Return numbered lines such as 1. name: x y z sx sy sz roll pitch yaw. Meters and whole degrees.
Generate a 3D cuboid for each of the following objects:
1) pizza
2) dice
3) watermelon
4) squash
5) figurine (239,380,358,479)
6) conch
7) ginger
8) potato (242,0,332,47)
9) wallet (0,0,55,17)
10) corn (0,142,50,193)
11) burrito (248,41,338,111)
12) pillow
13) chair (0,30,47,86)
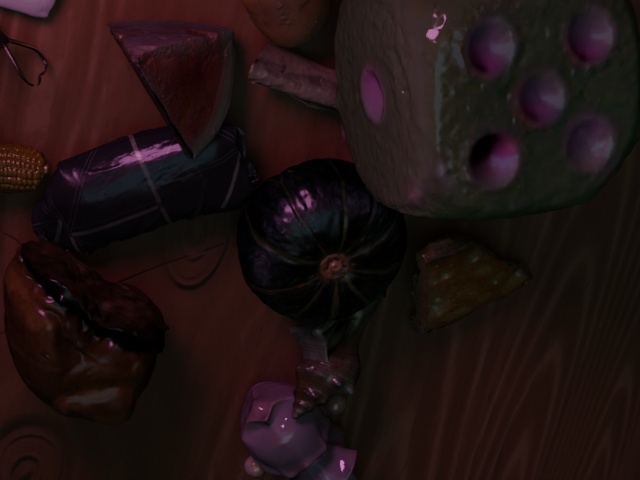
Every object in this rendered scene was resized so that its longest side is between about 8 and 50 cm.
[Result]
1. pizza: 0.225 0.042 2.057 0.204 0.081 0.188 -20 139 -9
2. dice: 0.217 -0.213 1.769 0.330 0.322 0.318 -11 109 -21
3. watermelon: -0.221 -0.212 1.817 0.202 0.136 0.207 3 78 -50
4. squash: 0.000 0.000 1.937 0.252 0.165 0.252 -8 125 -12
5. figurine: -0.026 0.330 2.113 0.200 0.133 0.276 -39 114 6
6. conch: 0.005 0.162 2.041 0.137 0.114 0.234 19 79 -56
7. ginger: -0.362 0.139 1.938 0.269 0.200 0.223 24 107 -28
8. potato: -0.051 -0.343 1.822 0.109 0.118 0.178 -2 135 31
9. wallet: -0.438 -0.379 1.793 0.182 0.032 0.124 13 111 -15
10. corn: -0.503 -0.108 1.880 0.238 0.080 0.080 3 114 -12
11. burrito: -0.003 -0.221 1.900 0.226 0.087 0.060 17 117 -19
12. pillow: -0.257 -0.074 1.921 0.335 0.092 0.162 -17 119 1
13. chair: -0.519 -0.161 1.771 0.160 0.326 0.170 39 133 -11
